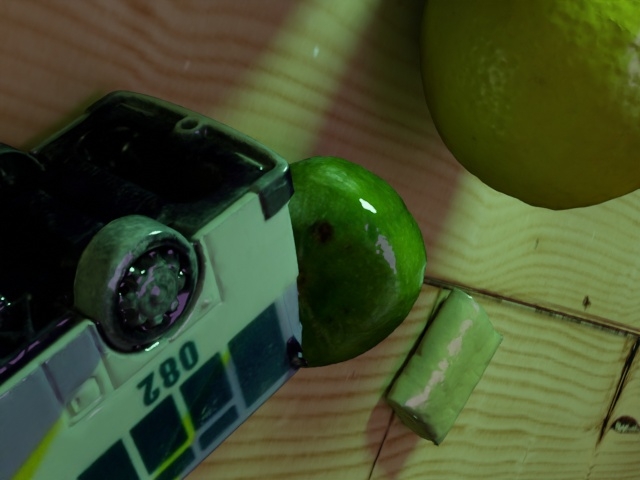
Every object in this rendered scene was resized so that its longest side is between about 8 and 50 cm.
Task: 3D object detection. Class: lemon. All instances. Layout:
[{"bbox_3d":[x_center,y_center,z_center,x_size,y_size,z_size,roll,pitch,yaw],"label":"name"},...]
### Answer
[{"bbox_3d":[0.262,-0.203,1.085,0.348,0.348,0.348,-29,130,-41],"label":"lemon"}]

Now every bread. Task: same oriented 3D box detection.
[{"bbox_3d":[0.165,0.169,1.384,0.178,0.060,0.139,-57,143,-14],"label":"bread"}]

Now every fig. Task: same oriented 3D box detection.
[{"bbox_3d":[0.000,0.000,1.030,0.235,0.203,0.203,-86,-178,-67],"label":"fig"}]

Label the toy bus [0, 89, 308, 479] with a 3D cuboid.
[{"bbox_3d":[-0.214,0.105,0.731,0.440,0.209,0.249,-41,139,-30],"label":"toy bus"}]
